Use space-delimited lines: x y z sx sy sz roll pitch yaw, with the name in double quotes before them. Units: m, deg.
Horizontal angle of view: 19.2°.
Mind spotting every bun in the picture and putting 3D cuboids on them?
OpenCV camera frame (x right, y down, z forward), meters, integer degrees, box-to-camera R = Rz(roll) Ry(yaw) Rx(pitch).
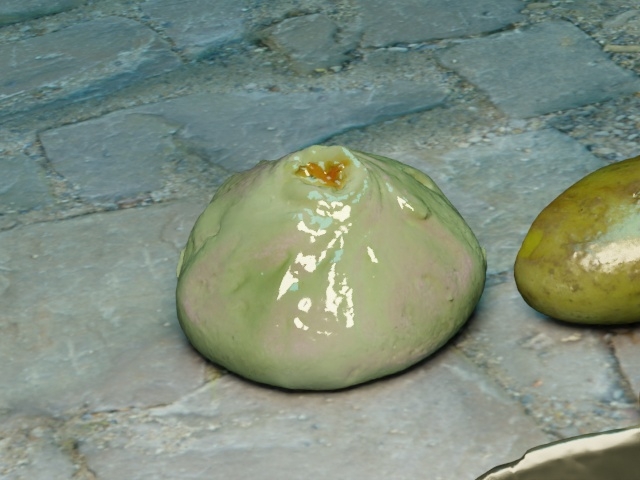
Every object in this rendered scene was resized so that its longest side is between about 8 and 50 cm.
"bun" 0.000 0.000 1.748 0.293 0.187 0.293 -7 27 4

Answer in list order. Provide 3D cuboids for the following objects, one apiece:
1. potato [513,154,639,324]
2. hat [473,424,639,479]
"potato" 0.317 -0.010 1.746 0.298 0.141 0.176 -14 20 -15
"hat" 0.259 0.275 1.224 0.382 0.257 0.366 -25 31 25
